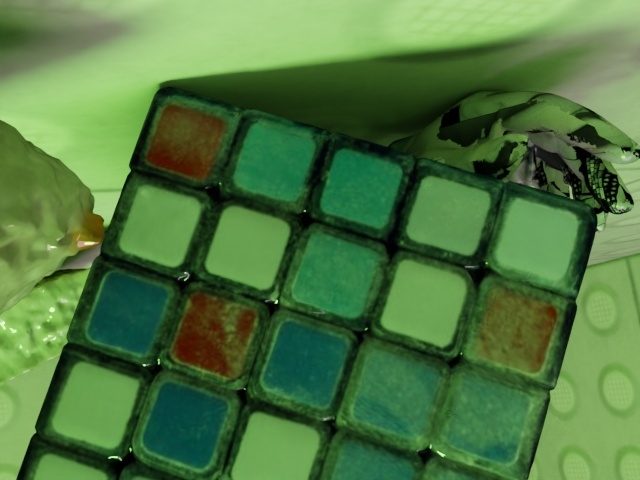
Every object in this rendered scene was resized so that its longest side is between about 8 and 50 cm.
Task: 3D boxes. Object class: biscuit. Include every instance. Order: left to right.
[{"bbox_3d":[-0.460,0.145,0.956,0.429,0.104,0.446,-29,-170,-32],"label":"biscuit"}]

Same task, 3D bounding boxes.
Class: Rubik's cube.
[{"bbox_3d":[-0.004,0.095,0.621,0.287,0.293,0.292,17,173,5],"label":"Rubik's cube"}]

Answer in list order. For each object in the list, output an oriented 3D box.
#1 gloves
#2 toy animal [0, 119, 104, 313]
[{"bbox_3d":[0.144,-0.064,0.643,0.127,0.111,0.212,33,151,-32],"label":"gloves"},{"bbox_3d":[-0.276,0.003,0.353,0.358,0.188,0.226,-8,177,-10],"label":"toy animal"}]
